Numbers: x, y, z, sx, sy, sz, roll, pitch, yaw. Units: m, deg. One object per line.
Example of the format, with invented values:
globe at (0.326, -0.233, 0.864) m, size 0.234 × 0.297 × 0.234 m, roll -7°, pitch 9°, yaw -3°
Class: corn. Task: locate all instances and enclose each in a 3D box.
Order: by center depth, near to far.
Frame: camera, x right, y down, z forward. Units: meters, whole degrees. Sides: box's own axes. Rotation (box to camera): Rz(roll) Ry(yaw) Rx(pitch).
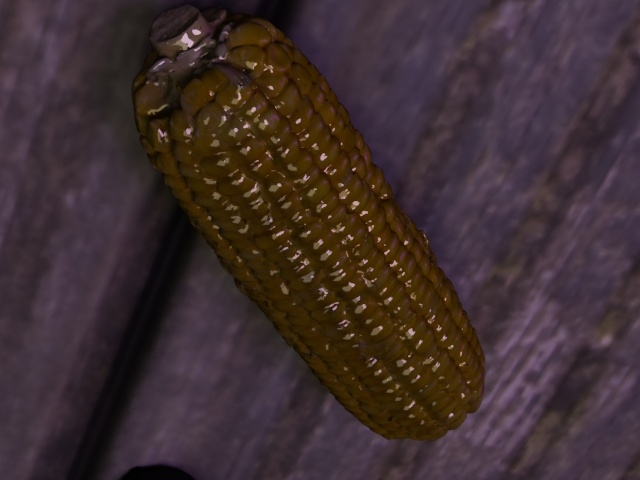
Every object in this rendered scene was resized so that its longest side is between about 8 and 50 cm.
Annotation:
corn at (0.000, 0.000, 0.601) m, size 0.080 × 0.080 × 0.238 m, roll -28°, pitch 123°, yaw 12°

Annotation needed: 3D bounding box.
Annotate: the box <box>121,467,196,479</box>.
box at (-0.048, 0.277, 0.804) m, size 0.211 × 0.058 × 0.350 m, roll -35°, pitch 122°, yaw 18°
